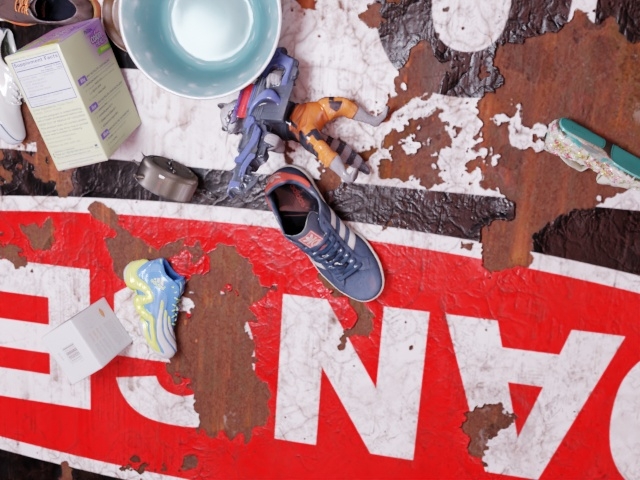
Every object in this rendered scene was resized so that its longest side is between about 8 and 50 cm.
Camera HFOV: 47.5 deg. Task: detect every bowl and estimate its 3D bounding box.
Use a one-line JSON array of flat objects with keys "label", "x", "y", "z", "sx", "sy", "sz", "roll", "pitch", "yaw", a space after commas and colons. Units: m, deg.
[{"label": "bowl", "x": -0.228, "y": -0.442, "z": 1.448, "sx": 0.311, "sy": 0.163, "sz": 0.312, "roll": 0, "pitch": 104, "yaw": 0}]

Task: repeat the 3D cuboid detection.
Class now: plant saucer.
[{"label": "plant saucer", "x": -0.384, "y": -0.483, "z": 1.551, "sx": 0.168, "sy": 0.029, "sz": 0.168, "roll": 2, "pitch": 103, "yaw": 9}]

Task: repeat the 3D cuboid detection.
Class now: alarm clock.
[{"label": "alarm clock", "x": -0.313, "y": -0.130, "z": 1.577, "sx": 0.192, "sy": 0.129, "sz": 0.064, "roll": 24, "pitch": 105, "yaw": -25}]

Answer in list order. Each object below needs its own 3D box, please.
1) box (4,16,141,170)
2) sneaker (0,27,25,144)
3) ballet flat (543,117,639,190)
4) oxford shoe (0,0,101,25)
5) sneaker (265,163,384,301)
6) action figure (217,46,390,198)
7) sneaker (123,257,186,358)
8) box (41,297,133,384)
[{"label": "box", "x": -0.495, "y": -0.302, "z": 1.488, "sx": 0.117, "sy": 0.213, "sz": 0.243, "roll": -10, "pitch": 118, "yaw": 12}, {"label": "sneaker", "x": -0.696, "y": -0.343, "z": 1.608, "sx": 0.091, "sy": 0.094, "sz": 0.258, "roll": -10, "pitch": 100, "yaw": 17}, {"label": "ballet flat", "x": 0.549, "y": -0.158, "z": 1.436, "sx": 0.241, "sy": 0.091, "sz": 0.077, "roll": 33, "pitch": 137, "yaw": 6}, {"label": "oxford shoe", "x": -0.614, "y": -0.508, "z": 1.552, "sx": 0.271, "sy": 0.098, "sz": 0.097, "roll": 6, "pitch": 104, "yaw": 9}, {"label": "sneaker", "x": 0.000, "y": 0.000, "z": 1.530, "sx": 0.131, "sy": 0.148, "sz": 0.350, "roll": -40, "pitch": 93, "yaw": 16}, {"label": "action figure", "x": -0.065, "y": -0.198, "z": 1.477, "sx": 0.330, "sy": 0.178, "sz": 0.341, "roll": 19, "pitch": 72, "yaw": 12}, {"label": "sneaker", "x": -0.356, "y": 0.149, "z": 1.662, "sx": 0.126, "sy": 0.091, "sz": 0.240, "roll": -20, "pitch": 98, "yaw": 14}, {"label": "box", "x": -0.533, "y": 0.228, "z": 1.671, "sx": 0.091, "sy": 0.170, "sz": 0.130, "roll": -31, "pitch": 96, "yaw": 14}]
